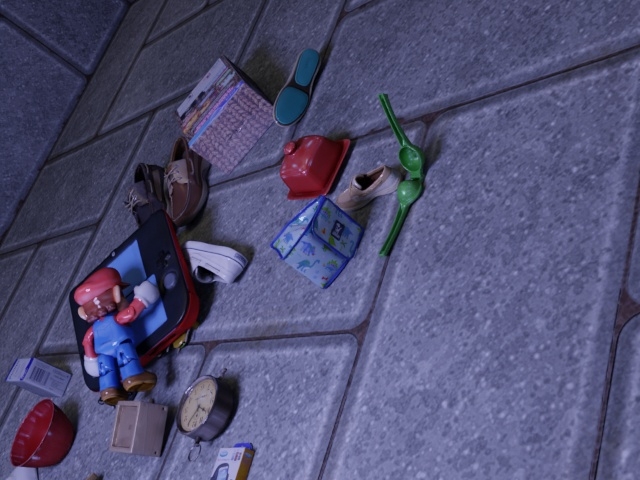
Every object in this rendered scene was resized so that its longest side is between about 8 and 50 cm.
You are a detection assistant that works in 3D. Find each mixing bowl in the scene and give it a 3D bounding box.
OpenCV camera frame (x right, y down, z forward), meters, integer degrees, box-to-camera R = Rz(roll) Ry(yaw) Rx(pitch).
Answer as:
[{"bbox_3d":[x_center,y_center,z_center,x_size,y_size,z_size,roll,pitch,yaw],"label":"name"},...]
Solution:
[{"bbox_3d":[-0.699,0.507,2.104,0.181,0.098,0.182,-32,38,30],"label":"mixing bowl"}]

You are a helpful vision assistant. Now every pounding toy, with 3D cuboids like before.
[{"bbox_3d":[-0.396,0.408,1.823,0.141,0.100,0.130,-13,64,50],"label":"pounding toy"}]

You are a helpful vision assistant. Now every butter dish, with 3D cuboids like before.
[{"bbox_3d":[-0.034,-0.183,1.874,0.159,0.118,0.160,-2,59,53],"label":"butter dish"}]

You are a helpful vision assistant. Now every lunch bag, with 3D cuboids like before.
[{"bbox_3d":[0.000,0.000,1.642,0.151,0.129,0.096,-51,33,2],"label":"lunch bag"}]

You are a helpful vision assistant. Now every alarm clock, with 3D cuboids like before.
[{"bbox_3d":[-0.237,0.361,1.670,0.129,0.064,0.192,-25,40,38],"label":"alarm clock"}]

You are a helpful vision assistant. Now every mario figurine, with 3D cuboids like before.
[{"bbox_3d":[-0.463,0.212,1.920,0.170,0.198,0.321,112,143,-61],"label":"mario figurine"}]

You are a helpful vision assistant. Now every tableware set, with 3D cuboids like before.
[{"bbox_3d":[-0.350,0.231,1.986,0.154,0.024,0.104,-30,36,35],"label":"tableware set"}]

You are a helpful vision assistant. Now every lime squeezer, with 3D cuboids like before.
[{"bbox_3d":[0.160,-0.123,1.588,0.058,0.110,0.311,1,90,35],"label":"lime squeezer"}]

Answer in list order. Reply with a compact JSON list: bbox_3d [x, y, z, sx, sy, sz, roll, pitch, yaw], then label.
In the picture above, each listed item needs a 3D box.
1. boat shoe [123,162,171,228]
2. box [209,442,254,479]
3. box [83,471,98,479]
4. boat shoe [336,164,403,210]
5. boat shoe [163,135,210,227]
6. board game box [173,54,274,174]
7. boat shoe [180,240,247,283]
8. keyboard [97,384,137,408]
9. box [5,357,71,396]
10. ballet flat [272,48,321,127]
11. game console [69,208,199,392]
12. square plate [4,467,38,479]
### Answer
[{"bbox_3d":[-0.508,-0.102,2.387,0.132,0.130,0.355,-56,25,28],"label":"boat shoe"},{"bbox_3d":[-0.172,0.442,1.542,0.081,0.028,0.136,-17,49,45],"label":"box"},{"bbox_3d":[-0.598,0.616,1.831,0.164,0.021,0.201,-43,0,26],"label":"box"},{"bbox_3d":[0.090,-0.114,1.699,0.170,0.059,0.063,-25,41,38],"label":"boat shoe"},{"bbox_3d":[-0.394,-0.171,2.336,0.123,0.116,0.324,-35,36,28],"label":"boat shoe"},{"bbox_3d":[-0.272,-0.362,2.335,0.232,0.141,0.291,-48,32,10],"label":"board game box"},{"bbox_3d":[-0.280,0.059,1.987,0.258,0.095,0.084,0,55,54],"label":"boat shoe"},{"bbox_3d":[-0.514,0.368,2.055,0.192,0.038,0.100,-1,59,53],"label":"keyboard"},{"bbox_3d":[-0.796,0.387,2.321,0.137,0.126,0.072,-12,52,47],"label":"box"},{"bbox_3d":[-0.064,-0.391,2.166,0.086,0.086,0.249,-3,56,52],"label":"ballet flat"},{"bbox_3d":[-0.473,0.154,2.034,0.386,0.060,0.342,-39,56,20],"label":"game console"},{"bbox_3d":[-0.826,0.765,2.073,0.344,0.049,0.347,-51,31,4],"label":"square plate"}]
